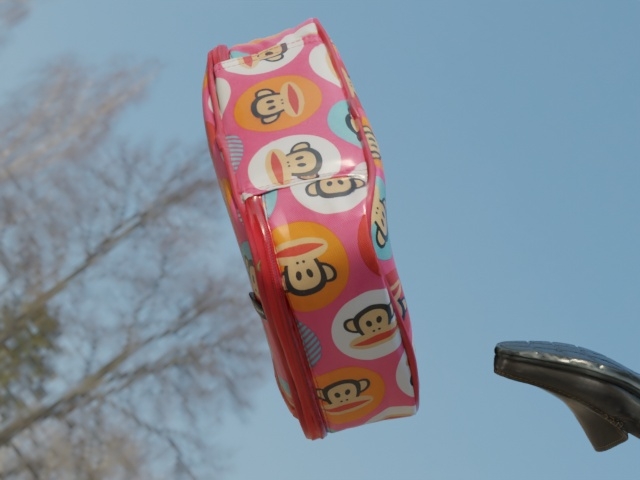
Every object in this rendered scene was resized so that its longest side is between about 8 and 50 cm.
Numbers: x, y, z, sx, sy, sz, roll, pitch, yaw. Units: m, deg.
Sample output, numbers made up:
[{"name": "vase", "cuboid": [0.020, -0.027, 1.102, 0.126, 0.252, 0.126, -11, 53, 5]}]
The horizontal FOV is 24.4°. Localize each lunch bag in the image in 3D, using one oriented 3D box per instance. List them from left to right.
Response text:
[{"name": "lunch bag", "cuboid": [0.000, 0.000, 1.147, 0.293, 0.120, 0.258, -104, 178, -48]}]

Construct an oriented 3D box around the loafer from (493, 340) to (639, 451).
[{"name": "loafer", "cuboid": [0.188, 0.109, 0.956, 0.170, 0.061, 0.062, 18, 7, -3]}]
